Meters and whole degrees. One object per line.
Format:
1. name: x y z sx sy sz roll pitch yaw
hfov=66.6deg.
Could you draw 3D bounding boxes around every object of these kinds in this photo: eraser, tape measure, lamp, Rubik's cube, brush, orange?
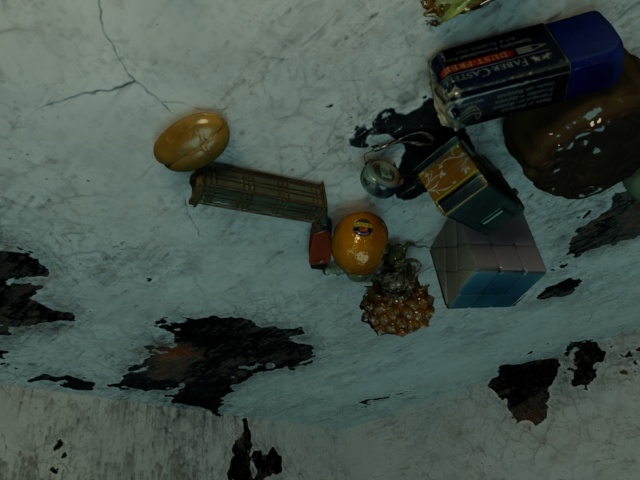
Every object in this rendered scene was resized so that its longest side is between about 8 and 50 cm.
1. eraser: 0.381 -0.322 0.929 0.332 0.154 0.101 -14 144 8
2. tape measure: 0.176 -0.182 1.136 0.104 0.107 0.180 21 136 -32
3. lamp: 0.080 0.088 1.541 0.163 0.090 0.091 -4 149 24
4. lamp: -0.146 -0.114 1.180 0.326 0.089 0.090 8 143 -23
5. Rubik's cube: 0.487 0.056 1.447 0.225 0.221 0.231 0 145 -11
6. brush: 0.000 0.001 1.411 0.071 0.051 0.323 -3 146 -3
7. orange: 0.108 0.007 1.337 0.155 0.177 0.177 6 146 4

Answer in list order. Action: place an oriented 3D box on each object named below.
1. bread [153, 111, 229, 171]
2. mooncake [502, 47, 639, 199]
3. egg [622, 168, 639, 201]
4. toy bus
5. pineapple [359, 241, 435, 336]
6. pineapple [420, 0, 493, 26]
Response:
1. bread: -0.276 -0.202 1.039 0.189 0.077 0.114 -27 146 21
2. mooncake: 0.584 -0.240 1.068 0.324 0.187 0.324 -8 147 -5
3. egg: 0.846 -0.179 1.175 0.283 0.202 0.203 -12 156 -44
4. toy bus: 0.371 -0.122 1.186 0.138 0.167 0.275 -40 148 27
5. pineapple: 0.243 0.132 1.539 0.263 0.262 0.271 -9 134 1
6. pineapple: 0.242 -0.455 0.768 0.186 0.114 0.236 -3 155 -9
